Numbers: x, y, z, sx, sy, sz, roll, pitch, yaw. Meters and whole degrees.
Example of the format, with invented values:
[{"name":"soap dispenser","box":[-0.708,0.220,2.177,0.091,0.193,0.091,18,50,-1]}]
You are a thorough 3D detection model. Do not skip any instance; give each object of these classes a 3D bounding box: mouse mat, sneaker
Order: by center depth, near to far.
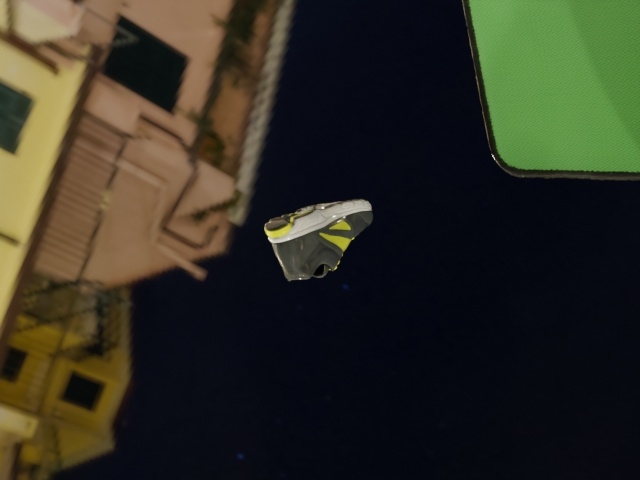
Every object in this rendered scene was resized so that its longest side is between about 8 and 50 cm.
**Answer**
[{"name":"mouse mat","box":[0.127,-0.094,0.542,0.190,0.007,0.152,4,-67,44]},{"name":"sneaker","box":[0.000,0.000,0.760,0.031,0.083,0.035,-7,-84,36]}]
